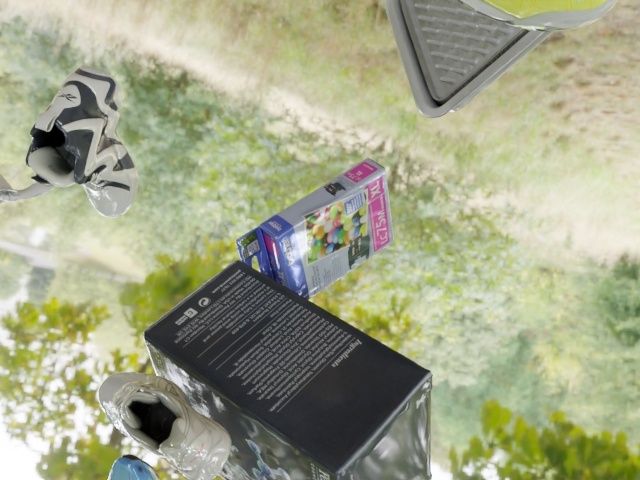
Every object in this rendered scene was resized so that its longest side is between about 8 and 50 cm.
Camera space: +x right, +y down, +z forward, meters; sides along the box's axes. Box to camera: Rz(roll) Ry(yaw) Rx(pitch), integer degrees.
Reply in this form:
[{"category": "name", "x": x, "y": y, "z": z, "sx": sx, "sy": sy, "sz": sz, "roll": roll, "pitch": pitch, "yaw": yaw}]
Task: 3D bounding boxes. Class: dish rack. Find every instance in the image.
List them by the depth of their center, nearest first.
[{"category": "dish rack", "x": 0.243, "y": -0.365, "z": 1.202, "sx": 0.072, "sy": 0.286, "sz": 0.333, "roll": 4, "pitch": 151, "yaw": -37}]

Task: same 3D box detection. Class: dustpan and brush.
[{"category": "dustpan and brush", "x": -0.501, "y": -0.069, "z": 1.252, "sx": 0.147, "sy": 0.060, "sz": 0.211, "roll": -22, "pitch": -170, "yaw": 37}]

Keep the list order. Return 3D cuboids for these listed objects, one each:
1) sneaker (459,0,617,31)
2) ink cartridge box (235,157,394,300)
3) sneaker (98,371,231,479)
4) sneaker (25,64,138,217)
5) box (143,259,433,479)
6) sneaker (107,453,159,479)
[{"category": "sneaker", "x": 0.108, "y": -0.328, "z": 0.651, "sx": 0.385, "sy": 0.145, "sz": 0.147, "roll": 49, "pitch": 179, "yaw": -4}, {"category": "ink cartridge box", "x": 0.000, "y": 0.000, "z": 1.507, "sx": 0.065, "sy": 0.311, "sz": 0.186, "roll": 37, "pitch": 149, "yaw": 42}, {"category": "sneaker", "x": -0.213, "y": 0.207, "z": 1.007, "sx": 0.232, "sy": 0.090, "sz": 0.115, "roll": 17, "pitch": 158, "yaw": 41}, {"category": "sneaker", "x": -0.321, "y": -0.094, "z": 1.070, "sx": 0.094, "sy": 0.153, "sz": 0.235, "roll": 23, "pitch": 136, "yaw": 11}, {"category": "box", "x": -0.044, "y": 0.265, "z": 1.259, "sx": 0.395, "sy": 0.212, "sz": 0.294, "roll": 27, "pitch": 141, "yaw": 32}, {"category": "sneaker", "x": -0.200, "y": 0.289, "z": 0.785, "sx": 0.063, "sy": 0.162, "sz": 0.073, "roll": 8, "pitch": 172, "yaw": 23}]
